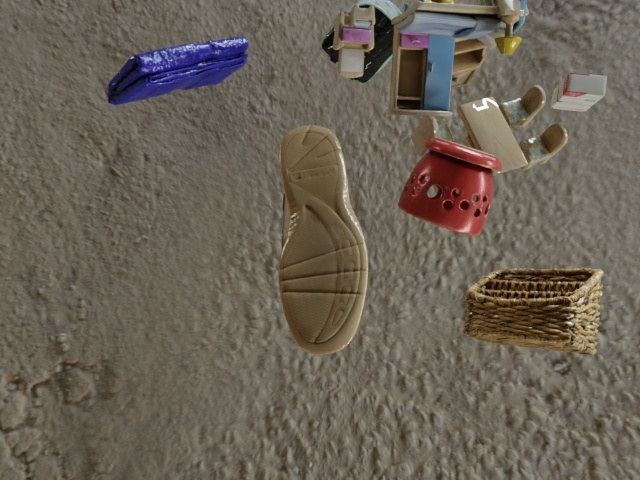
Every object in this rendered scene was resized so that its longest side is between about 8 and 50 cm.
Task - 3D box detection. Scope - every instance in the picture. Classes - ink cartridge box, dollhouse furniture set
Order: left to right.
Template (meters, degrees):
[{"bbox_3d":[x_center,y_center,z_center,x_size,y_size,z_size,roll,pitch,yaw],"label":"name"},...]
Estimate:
[{"bbox_3d":[0.188,-0.340,1.060,0.286,0.303,0.198,0,101,-9],"label":"dollhouse furniture set"},{"bbox_3d":[0.443,-0.377,1.530,0.362,0.256,0.394,-17,74,-14],"label":"dollhouse furniture set"},{"bbox_3d":[0.701,-0.403,1.530,0.099,0.135,0.056,8,86,5],"label":"ink cartridge box"}]

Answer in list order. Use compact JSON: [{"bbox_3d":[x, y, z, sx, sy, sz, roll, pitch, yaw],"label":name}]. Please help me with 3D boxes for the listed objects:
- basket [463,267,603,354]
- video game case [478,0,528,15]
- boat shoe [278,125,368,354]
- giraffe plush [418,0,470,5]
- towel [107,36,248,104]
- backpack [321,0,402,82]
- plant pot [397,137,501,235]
[{"bbox_3d":[0.525,0.153,1.421,0.299,0.213,0.223,-1,73,47],"label":"basket"},{"bbox_3d":[0.384,-0.600,1.266,0.023,0.193,0.212,-28,108,2],"label":"video game case"},{"bbox_3d":[0.000,0.000,0.677,0.103,0.092,0.285,-9,67,2],"label":"boat shoe"},{"bbox_3d":[0.396,-0.642,1.663,0.210,0.170,0.181,14,108,-19],"label":"giraffe plush"},{"bbox_3d":[-0.341,-0.402,1.363,0.308,0.228,0.076,-27,96,-38],"label":"towel"},{"bbox_3d":[0.122,-0.516,1.405,0.166,0.188,0.144,40,52,-11],"label":"backpack"},{"bbox_3d":[0.281,-0.121,1.212,0.191,0.191,0.174,18,104,5],"label":"plant pot"}]
